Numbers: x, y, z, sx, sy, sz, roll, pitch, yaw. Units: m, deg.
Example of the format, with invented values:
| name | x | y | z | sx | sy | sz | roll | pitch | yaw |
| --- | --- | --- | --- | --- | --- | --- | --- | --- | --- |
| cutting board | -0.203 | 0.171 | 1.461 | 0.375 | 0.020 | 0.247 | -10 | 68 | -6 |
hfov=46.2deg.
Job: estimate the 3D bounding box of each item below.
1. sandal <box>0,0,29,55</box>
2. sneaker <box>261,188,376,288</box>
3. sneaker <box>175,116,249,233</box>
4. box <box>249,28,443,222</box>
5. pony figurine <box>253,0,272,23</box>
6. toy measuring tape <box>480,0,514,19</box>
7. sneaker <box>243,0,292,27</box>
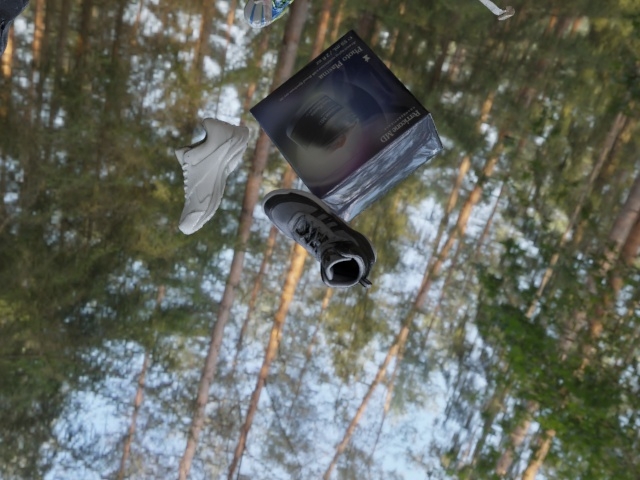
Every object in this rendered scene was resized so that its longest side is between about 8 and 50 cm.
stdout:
| name | x | y | z | sx | sy | sz | roll | pitch | yaw |
| --- | --- | --- | --- | --- | --- | --- | --- | --- | --- |
| sandal | -0.711 | -0.466 | 1.606 | 0.097 | 0.254 | 0.054 | 40 | -135 | -15 |
| sneaker | 0.000 | 0.000 | 1.478 | 0.269 | 0.101 | 0.153 | 33 | -160 | -13 |
| sneaker | -0.227 | -0.127 | 1.403 | 0.115 | 0.232 | 0.090 | 24 | -174 | -16 |
| box | 0.059 | -0.246 | 1.649 | 0.294 | 0.296 | 0.183 | 53 | -176 | 25 |
| pony figurine | -0.073 | -0.580 | 1.327 | 0.303 | 0.350 | 0.363 | 0 | -158 | 16 |
| toy measuring tape | 0.276 | -0.581 | 1.497 | 0.330 | 0.121 | 0.121 | 33 | -160 | -15 |
| sneaker | -0.081 | -0.586 | 1.701 | 0.091 | 0.240 | 0.126 | 43 | 177 | -12 |
